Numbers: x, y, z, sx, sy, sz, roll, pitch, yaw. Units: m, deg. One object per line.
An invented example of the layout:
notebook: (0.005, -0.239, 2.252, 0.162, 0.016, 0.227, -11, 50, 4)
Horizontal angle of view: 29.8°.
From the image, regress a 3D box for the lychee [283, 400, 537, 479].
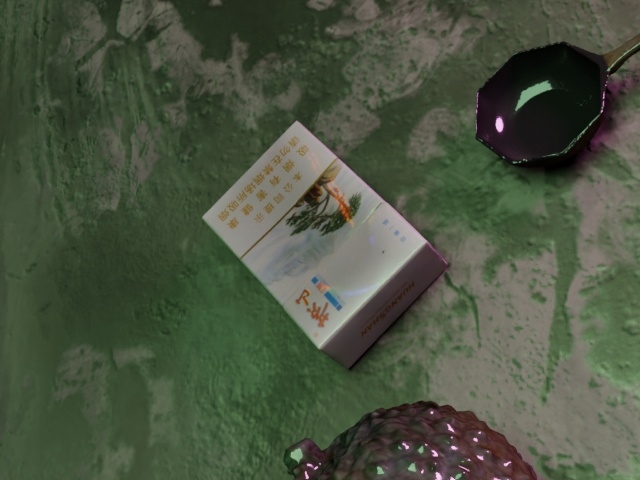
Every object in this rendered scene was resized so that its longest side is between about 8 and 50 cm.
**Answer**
lychee: (0.074, 0.260, 0.957, 0.274, 0.255, 0.255, 37, 89, 7)

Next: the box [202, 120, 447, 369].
box: (0.000, 0.001, 1.229, 0.149, 0.067, 0.233, -48, 52, 4)

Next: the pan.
pan: (0.250, -0.131, 1.150, 0.202, 0.048, 0.128, -9, 63, 30)
